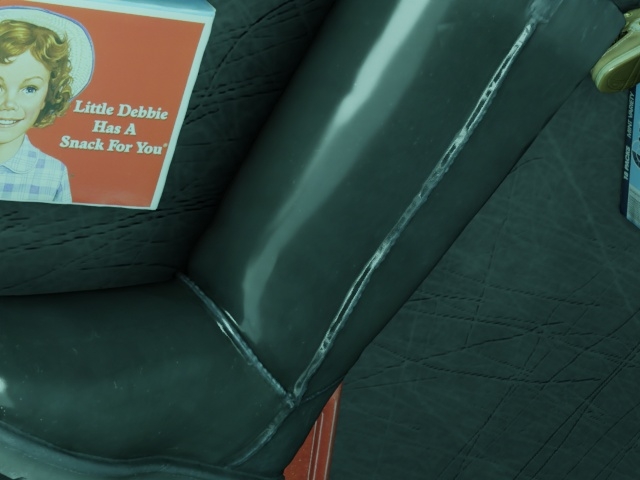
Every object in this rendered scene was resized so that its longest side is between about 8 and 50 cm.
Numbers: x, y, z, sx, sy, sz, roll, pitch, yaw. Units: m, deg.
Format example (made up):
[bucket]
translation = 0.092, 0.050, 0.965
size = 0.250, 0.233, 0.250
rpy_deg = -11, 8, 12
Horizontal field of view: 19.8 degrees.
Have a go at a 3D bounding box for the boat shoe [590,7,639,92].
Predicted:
[boat shoe]
translation = 0.252, -0.158, 1.433
size = 0.135, 0.045, 0.050
rpy_deg = -30, 156, -33

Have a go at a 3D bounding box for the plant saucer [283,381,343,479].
[plant saucer]
translation = -0.098, 0.214, 1.487
size = 0.258, 0.048, 0.259
rpy_deg = -8, 124, -25

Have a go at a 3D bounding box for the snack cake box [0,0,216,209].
[snack cake box]
translation = -0.218, -0.111, 1.182
size = 0.264, 0.089, 0.152
rpy_deg = 4, 116, -32

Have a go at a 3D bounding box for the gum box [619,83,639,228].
[gum box]
translation = 0.343, -0.104, 1.538
size = 0.184, 0.041, 0.157
rpy_deg = -16, 125, -22

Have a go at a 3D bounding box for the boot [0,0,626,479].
[boot]
translation = -0.029, -0.040, 1.186
size = 0.445, 0.146, 0.367
rpy_deg = -52, 149, 10
